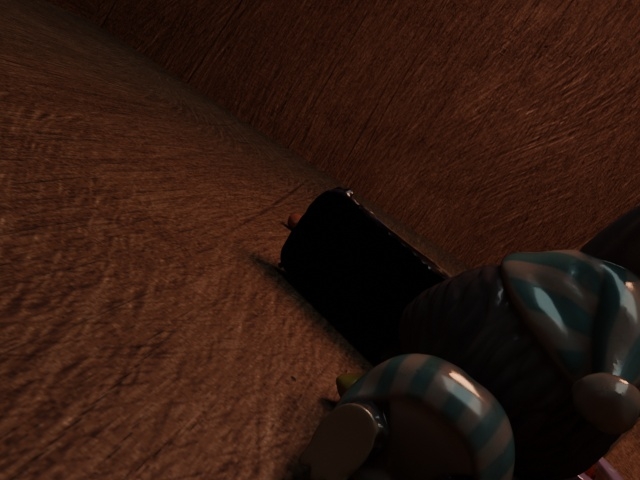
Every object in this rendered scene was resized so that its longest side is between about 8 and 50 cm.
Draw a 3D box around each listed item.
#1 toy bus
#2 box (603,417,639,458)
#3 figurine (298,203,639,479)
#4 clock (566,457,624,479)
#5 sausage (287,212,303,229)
[{"bbox_3d":[0.120,0.084,1.103,0.162,0.171,0.386,28,10,-47],"label":"toy bus"},{"bbox_3d":[0.344,0.214,1.126,0.265,0.168,0.097,34,33,18],"label":"box"},{"bbox_3d":[0.198,0.088,0.708,0.266,0.377,0.361,36,9,20],"label":"figurine"},{"bbox_3d":[0.319,0.300,0.960,0.172,0.064,0.198,24,13,-42],"label":"clock"},{"bbox_3d":[0.000,0.000,1.525,0.186,0.043,0.043,39,11,33],"label":"sausage"}]
